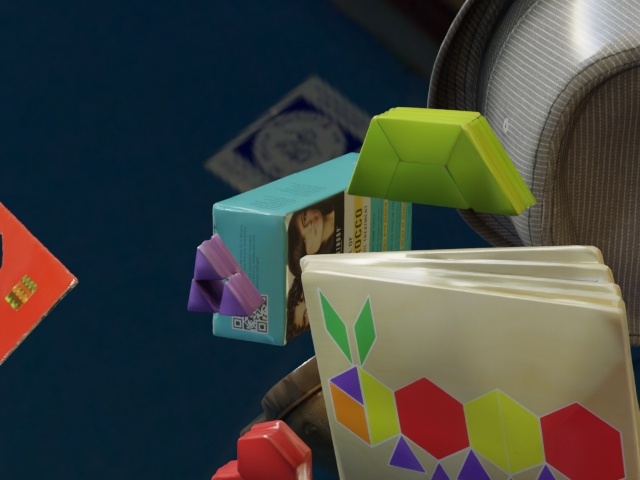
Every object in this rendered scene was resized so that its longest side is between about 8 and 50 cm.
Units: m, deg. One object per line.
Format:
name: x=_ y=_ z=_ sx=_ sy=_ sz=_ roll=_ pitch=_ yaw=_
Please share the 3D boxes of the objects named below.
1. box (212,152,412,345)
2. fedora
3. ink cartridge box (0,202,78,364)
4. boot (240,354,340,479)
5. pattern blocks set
box: x=0.000 y=0.000 z=1.141 sx=0.244 sy=0.060 sz=0.101 roll=-27 pitch=-59 yaw=-61
fedora: x=0.176 y=-0.039 z=0.773 sx=0.124 sy=0.243 sz=0.275 roll=-80 pitch=-6 yaw=-49
ink cartridge box: x=-0.319 y=0.059 z=1.064 sx=0.060 sy=0.239 sz=0.275 roll=43 pitch=174 yaw=-35
boot: x=0.005 y=0.180 z=1.303 sx=0.112 sy=0.305 sz=0.115 roll=-35 pitch=-98 yaw=-12
pattern blocks set: x=0.068 y=0.075 z=0.675 sx=0.026 sy=0.324 sz=0.285 roll=-33 pitch=-52 yaw=-45
